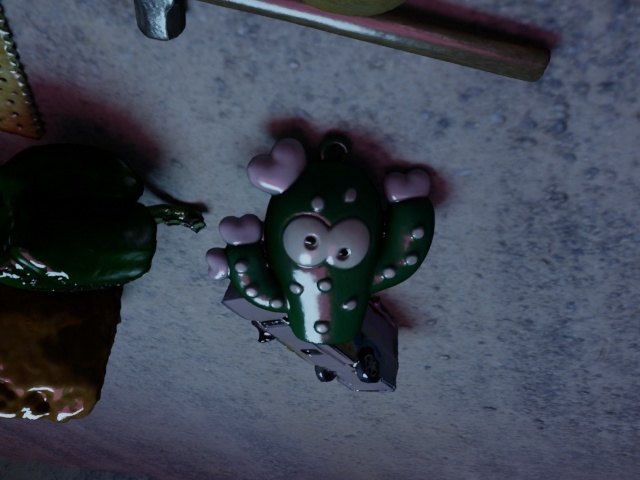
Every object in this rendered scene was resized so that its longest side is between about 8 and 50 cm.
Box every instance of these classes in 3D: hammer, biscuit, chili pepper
[{"bbox_3d":[0.016,-0.190,0.497,0.365,0.043,0.111,13,146,-3],"label":"hammer"},{"bbox_3d":[-0.388,-0.202,0.630,0.139,0.016,0.231,14,146,-1],"label":"biscuit"},{"bbox_3d":[-0.461,0.109,0.825,0.342,0.166,0.395,13,-179,-18],"label":"biscuit"},{"bbox_3d":[-0.272,-0.016,0.721,0.165,0.174,0.261,-43,157,26],"label":"chili pepper"}]

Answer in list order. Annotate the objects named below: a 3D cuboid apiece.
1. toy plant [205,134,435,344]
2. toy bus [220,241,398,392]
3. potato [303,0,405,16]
[{"bbox_3d":[0.005,-0.001,0.669,0.232,0.112,0.243,25,105,-14],"label":"toy plant"},{"bbox_3d":[0.005,0.117,0.863,0.112,0.138,0.317,-9,142,37],"label":"toy bus"},{"bbox_3d":[0.004,-0.235,0.360,0.194,0.157,0.157,34,142,-7],"label":"potato"}]
